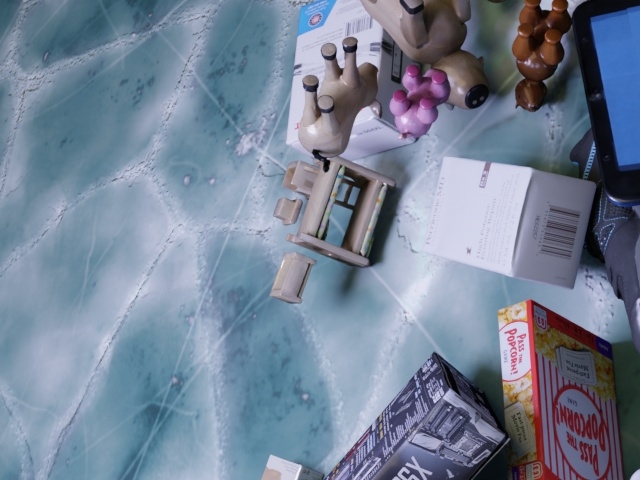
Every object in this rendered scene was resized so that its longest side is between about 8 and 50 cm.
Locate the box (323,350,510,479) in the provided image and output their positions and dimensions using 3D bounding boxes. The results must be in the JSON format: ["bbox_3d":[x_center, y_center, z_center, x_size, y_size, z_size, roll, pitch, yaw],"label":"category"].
[{"bbox_3d":[0.072,0.241,1.736,0.242,0.076,0.307,-50,1,2],"label":"box"}]

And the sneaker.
[{"bbox_3d":[0.334,0.002,1.747,0.139,0.125,0.341,-42,38,45],"label":"sneaker"}]

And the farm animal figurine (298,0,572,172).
[{"bbox_3d":[0.114,-0.226,1.996,0.330,0.172,0.327,-13,58,-5],"label":"farm animal figurine"}]

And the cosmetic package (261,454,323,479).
[{"bbox_3d":[-0.047,0.314,2.000,0.060,0.041,0.115,10,77,47],"label":"cosmetic package"}]

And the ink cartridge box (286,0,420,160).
[{"bbox_3d":[0.045,-0.209,2.146,0.148,0.086,0.203,-14,61,39],"label":"ink cartridge box"}]

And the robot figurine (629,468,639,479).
[{"bbox_3d":[0.421,0.209,1.469,0.299,0.200,0.353,-16,50,-7],"label":"robot figurine"}]

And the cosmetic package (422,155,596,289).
[{"bbox_3d":[0.196,-0.022,1.830,0.231,0.085,0.117,-167,89,-69],"label":"cosmetic package"}]

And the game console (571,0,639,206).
[{"bbox_3d":[0.384,-0.204,1.669,0.250,0.173,0.293,114,159,-47],"label":"game console"}]

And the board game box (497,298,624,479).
[{"bbox_3d":[0.240,0.173,1.708,0.045,0.146,0.194,-23,56,36],"label":"board game box"}]

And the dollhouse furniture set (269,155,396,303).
[{"bbox_3d":[0.000,0.000,2.106,0.161,0.101,0.182,-5,65,70],"label":"dollhouse furniture set"}]
